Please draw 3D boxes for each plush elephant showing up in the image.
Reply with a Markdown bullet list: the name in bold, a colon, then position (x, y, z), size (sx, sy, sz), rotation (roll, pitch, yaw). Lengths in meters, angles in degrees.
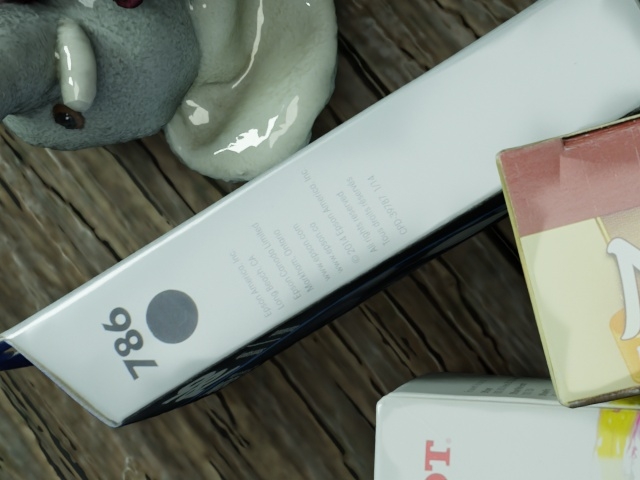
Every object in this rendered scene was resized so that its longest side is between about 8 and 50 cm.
- **plush elephant**: position (-0.133, -0.135, 0.794), size (0.272, 0.330, 0.255), rotation (5, 113, 24)

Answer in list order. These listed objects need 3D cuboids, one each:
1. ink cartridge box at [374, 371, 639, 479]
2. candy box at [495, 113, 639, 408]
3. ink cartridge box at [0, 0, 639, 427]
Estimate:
- **ink cartridge box**: position (0.144, 0.146, 0.762), size (0.233, 0.168, 0.171), rotation (3, 89, 11)
- **candy box**: position (0.178, -0.006, 0.683), size (0.183, 0.316, 0.087), rotation (-15, 86, 11)
- **ink cartridge box**: position (0.000, 0.000, 0.796), size (0.333, 0.165, 0.065), rotation (-30, 85, 10)
